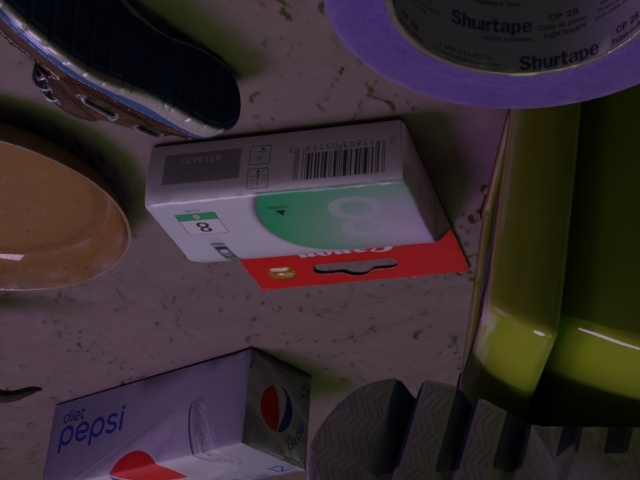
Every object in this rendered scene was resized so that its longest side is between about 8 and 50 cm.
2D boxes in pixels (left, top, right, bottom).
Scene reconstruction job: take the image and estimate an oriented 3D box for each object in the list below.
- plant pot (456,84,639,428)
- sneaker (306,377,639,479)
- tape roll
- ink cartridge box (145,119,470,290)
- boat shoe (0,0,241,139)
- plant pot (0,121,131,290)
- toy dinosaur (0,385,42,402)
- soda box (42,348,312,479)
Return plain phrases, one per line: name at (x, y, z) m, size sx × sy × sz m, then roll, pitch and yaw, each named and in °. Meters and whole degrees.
plant pot at (0.199, 0.019, 0.754) m, size 0.207 × 0.228 × 0.227 m, roll 9°, pitch 153°, yaw 5°
sneaker at (0.161, 0.179, 0.726) m, size 0.316 × 0.127 × 0.182 m, roll 14°, pitch 157°, yaw 25°
tape roll at (0.096, -0.147, 0.597) m, size 0.189 × 0.080 × 0.189 m, roll 2°, pitch 151°, yaw 1°
ink cartridge box at (0.000, 0.000, 0.913) m, size 0.181 × 0.056 × 0.224 m, roll -5°, pitch 149°, yaw 17°
boat shoe at (-0.130, -0.100, 0.724) m, size 0.066 × 0.066 × 0.183 m, roll -17°, pitch 146°, yaw 36°
plant pot at (-0.253, -0.028, 0.909) m, size 0.236 × 0.032 × 0.236 m, roll 3°, pitch 152°, yaw 2°
toy dinosaur at (-0.386, 0.065, 1.045) m, size 0.314 × 0.121 × 0.160 m, roll 10°, pitch 164°, yaw -21°
soda box at (-0.145, 0.193, 1.241) m, size 0.286 × 0.098 × 0.091 m, roll -18°, pitch 145°, yaw 36°
